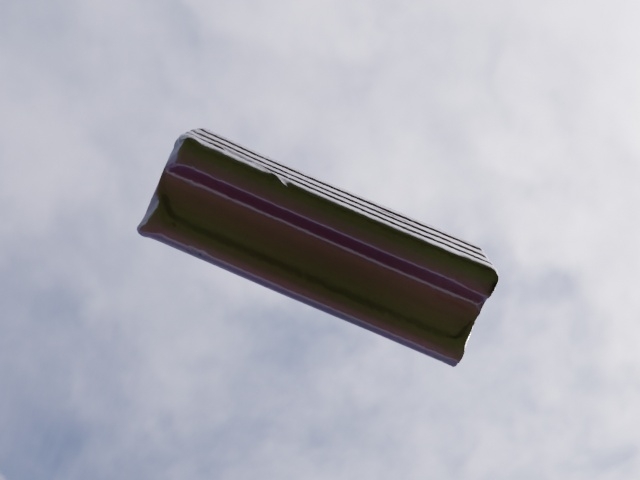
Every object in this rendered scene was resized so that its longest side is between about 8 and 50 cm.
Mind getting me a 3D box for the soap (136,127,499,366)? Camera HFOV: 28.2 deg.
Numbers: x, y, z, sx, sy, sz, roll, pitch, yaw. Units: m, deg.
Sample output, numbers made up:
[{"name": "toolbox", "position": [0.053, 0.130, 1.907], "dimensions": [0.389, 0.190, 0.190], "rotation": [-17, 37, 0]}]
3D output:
[{"name": "soap", "position": [0.000, 0.000, 0.762], "dimensions": [0.203, 0.122, 0.065], "rotation": [23, -83, -1]}]
